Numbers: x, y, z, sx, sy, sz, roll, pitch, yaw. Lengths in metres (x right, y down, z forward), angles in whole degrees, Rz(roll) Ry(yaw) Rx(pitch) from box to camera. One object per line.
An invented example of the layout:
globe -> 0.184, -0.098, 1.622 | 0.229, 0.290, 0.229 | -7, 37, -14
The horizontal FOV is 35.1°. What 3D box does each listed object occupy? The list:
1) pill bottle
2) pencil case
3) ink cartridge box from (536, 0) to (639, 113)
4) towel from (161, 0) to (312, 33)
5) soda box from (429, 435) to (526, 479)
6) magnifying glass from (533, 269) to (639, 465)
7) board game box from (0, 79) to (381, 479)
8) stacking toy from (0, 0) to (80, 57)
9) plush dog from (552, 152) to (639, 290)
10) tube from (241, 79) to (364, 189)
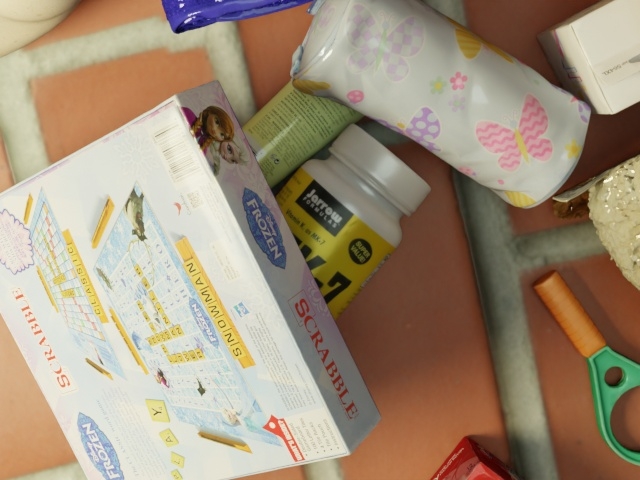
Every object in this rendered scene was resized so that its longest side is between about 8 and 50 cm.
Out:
pill bottle -> 0.000, 0.000, 0.950 | 0.119, 0.119, 0.208 | 39, 94, -5
pencil case -> 0.108, -0.132, 0.915 | 0.273, 0.113, 0.124 | 26, 114, -16
ink cartridge box -> 0.272, -0.174, 0.922 | 0.092, 0.143, 0.090 | -28, 97, 2
towel -> -0.071, -0.364, 0.926 | 0.227, 0.076, 0.308 | -15, 97, 0
soda box -> 0.105, 0.331, 1.009 | 0.092, 0.083, 0.263 | 38, 94, -6
magnifying glass -> 0.291, 0.129, 1.019 | 0.092, 0.026, 0.231 | -36, 96, 3
board game box -> -0.147, 0.065, 0.901 | 0.318, 0.066, 0.319 | -20, 99, 36
stacking toy -> -0.402, -0.396, 0.832 | 0.350, 0.350, 0.480 | -15, 82, 1
plush dog -> 0.347, 0.019, 0.930 | 0.210, 0.262, 0.225 | -29, 87, 35
tube -> -0.010, -0.121, 0.970 | 0.240, 0.062, 0.070 | -42, 140, -3
